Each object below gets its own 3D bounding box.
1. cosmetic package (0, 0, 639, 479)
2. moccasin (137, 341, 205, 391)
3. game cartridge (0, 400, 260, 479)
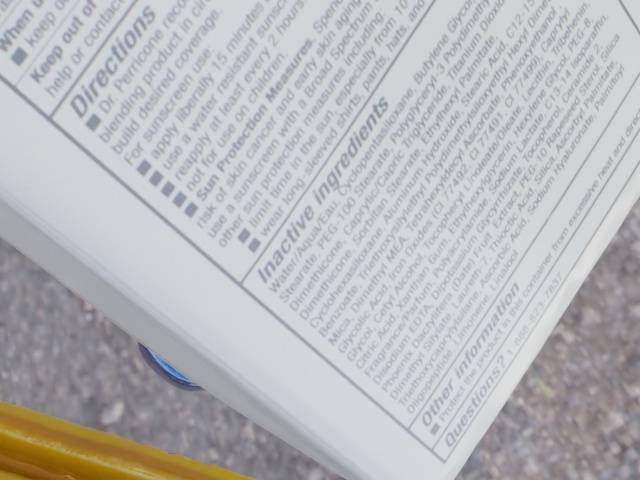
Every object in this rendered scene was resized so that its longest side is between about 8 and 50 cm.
[{"bbox_3d":[-0.040,-0.075,0.375,0.160,0.113,0.309,-55,136,-10],"label":"cosmetic package"},{"bbox_3d":[0.000,0.000,1.227,0.342,0.117,0.137,-38,92,-23],"label":"moccasin"},{"bbox_3d":[-0.048,0.203,0.641,0.052,0.285,0.323,-53,143,-37],"label":"game cartridge"}]
